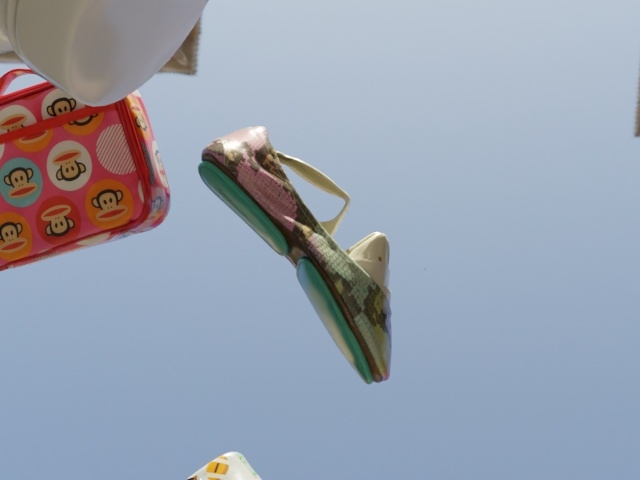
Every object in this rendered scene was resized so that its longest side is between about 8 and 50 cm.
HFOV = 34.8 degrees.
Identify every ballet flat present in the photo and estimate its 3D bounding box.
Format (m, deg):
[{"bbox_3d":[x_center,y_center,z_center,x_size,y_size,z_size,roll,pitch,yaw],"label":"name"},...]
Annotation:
[{"bbox_3d":[0.000,0.000,0.760,0.079,0.077,0.221,-36,-101,-17],"label":"ballet flat"}]

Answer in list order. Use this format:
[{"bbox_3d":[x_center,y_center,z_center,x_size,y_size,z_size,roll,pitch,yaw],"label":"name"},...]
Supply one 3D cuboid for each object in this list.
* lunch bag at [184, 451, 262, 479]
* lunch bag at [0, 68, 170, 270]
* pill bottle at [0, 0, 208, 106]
[{"bbox_3d":[-0.184,0.426,1.339,0.303,0.243,0.115,-34,-129,-15],"label":"lunch bag"},{"bbox_3d":[-0.365,-0.108,1.371,0.293,0.120,0.258,-17,-91,10],"label":"lunch bag"},{"bbox_3d":[-0.271,-0.275,0.699,0.407,0.229,0.229,35,-88,8],"label":"pill bottle"}]
